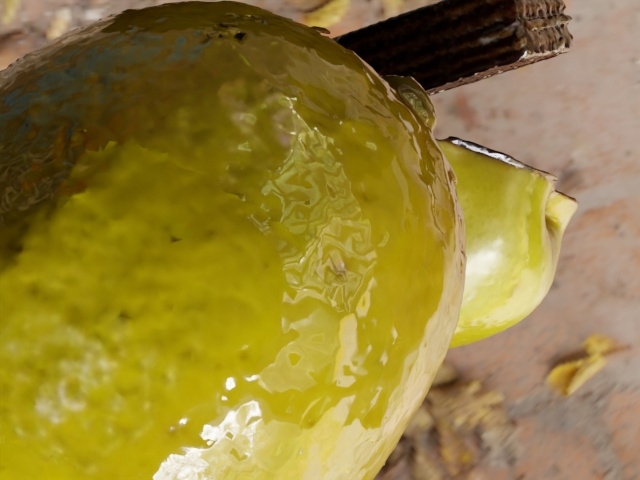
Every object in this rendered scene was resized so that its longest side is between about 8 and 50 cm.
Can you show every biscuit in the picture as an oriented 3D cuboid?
[{"bbox_3d":[0.081,-0.156,1.612,0.252,0.106,0.070,-15,90,29],"label":"biscuit"}]

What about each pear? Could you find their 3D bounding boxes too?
[{"bbox_3d":[0.000,0.000,1.559,0.386,0.340,0.191,16,86,24],"label":"pear"}]

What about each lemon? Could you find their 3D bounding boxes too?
[{"bbox_3d":[-0.070,0.029,0.765,0.236,0.263,0.236,49,155,32],"label":"lemon"}]
